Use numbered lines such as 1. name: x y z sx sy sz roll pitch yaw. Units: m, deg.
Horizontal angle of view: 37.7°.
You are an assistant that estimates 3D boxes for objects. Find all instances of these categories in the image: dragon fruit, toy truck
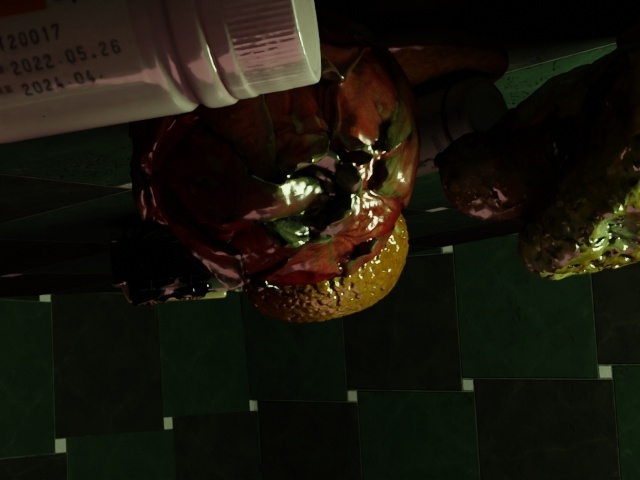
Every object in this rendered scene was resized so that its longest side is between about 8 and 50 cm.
1. dragon fruit: -0.038 -0.071 0.754 0.244 0.244 0.299 -8 -157 2
2. toy truck: -0.206 0.034 1.859 0.405 0.181 0.254 -6 172 -7

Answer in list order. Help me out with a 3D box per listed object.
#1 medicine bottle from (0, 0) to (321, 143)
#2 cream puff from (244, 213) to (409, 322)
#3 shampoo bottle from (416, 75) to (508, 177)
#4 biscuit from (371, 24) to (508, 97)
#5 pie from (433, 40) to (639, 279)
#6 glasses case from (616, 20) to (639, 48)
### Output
1. medicine bottle: -0.132 -0.139 0.592 0.249 0.133 0.133 -7 174 8
2. cream puff: 0.000 0.000 1.596 0.303 0.212 0.303 -13 -154 6
3. shampoo bottle: 0.081 -0.105 1.038 0.085 0.085 0.262 -2 172 -45
4. biscuit: 0.066 -0.172 0.973 0.261 0.037 0.262 -8 174 -1
5. pie: 0.362 -0.103 0.840 0.418 0.180 0.395 -27 167 37
6. glasses case: 0.379 -0.215 0.911 0.075 0.049 0.218 -7 174 -13
